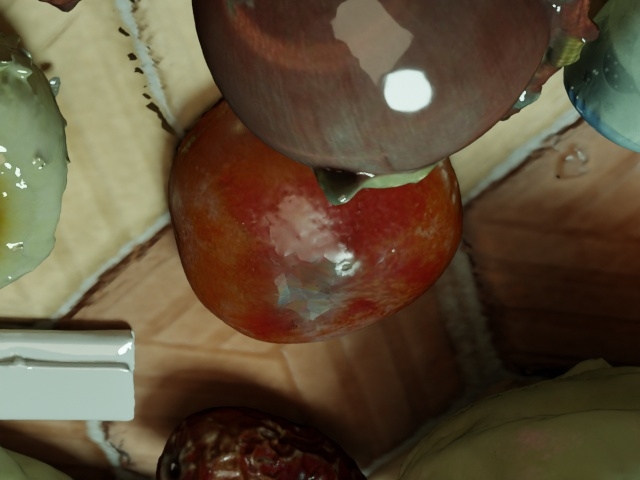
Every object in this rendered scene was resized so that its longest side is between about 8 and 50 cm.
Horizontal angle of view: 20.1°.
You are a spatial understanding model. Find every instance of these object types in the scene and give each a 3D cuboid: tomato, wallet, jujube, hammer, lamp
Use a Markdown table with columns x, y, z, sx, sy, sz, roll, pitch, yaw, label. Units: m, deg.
| x | y | z | sx | sy | sz | roll | pitch | yaw | label |
| --- | --- | --- | --- | --- | --- | --- | --- | --- | --- |
| 0.000 | 0.000 | 0.894 | 0.156 | 0.069 | 0.155 | -3 | 133 | -3 | tomato |
| -0.161 | 0.072 | 0.977 | 0.122 | 0.025 | 0.061 | 2 | 125 | -6 | wallet |
| -0.029 | 0.136 | 1.014 | 0.129 | 0.077 | 0.077 | 21 | 127 | -30 | jujube |
| 0.215 | -0.075 | 0.850 | 0.194 | 0.069 | 0.116 | 19 | 127 | -27 | hammer |
| -0.001 | -0.118 | 0.738 | 0.215 | 0.151 | 0.223 | -8 | 128 | 22 | lamp |

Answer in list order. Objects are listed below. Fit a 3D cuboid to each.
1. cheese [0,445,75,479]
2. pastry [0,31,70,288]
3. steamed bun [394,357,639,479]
| x | y | z | sx | sy | sz | roll | pitch | yaw | label |
| --- | --- | --- | --- | --- | --- | --- | --- | --- | --- |
| -0.125 | 0.224 | 1.046 | 0.328 | 0.129 | 0.351 | -7 | 134 | 5 | cheese |
| -0.193 | -0.041 | 0.830 | 0.166 | 0.088 | 0.166 | -4 | 130 | -4 | pastry |
| 0.162 | 0.177 | 0.984 | 0.275 | 0.206 | 0.320 | -27 | 130 | -1 | steamed bun |
